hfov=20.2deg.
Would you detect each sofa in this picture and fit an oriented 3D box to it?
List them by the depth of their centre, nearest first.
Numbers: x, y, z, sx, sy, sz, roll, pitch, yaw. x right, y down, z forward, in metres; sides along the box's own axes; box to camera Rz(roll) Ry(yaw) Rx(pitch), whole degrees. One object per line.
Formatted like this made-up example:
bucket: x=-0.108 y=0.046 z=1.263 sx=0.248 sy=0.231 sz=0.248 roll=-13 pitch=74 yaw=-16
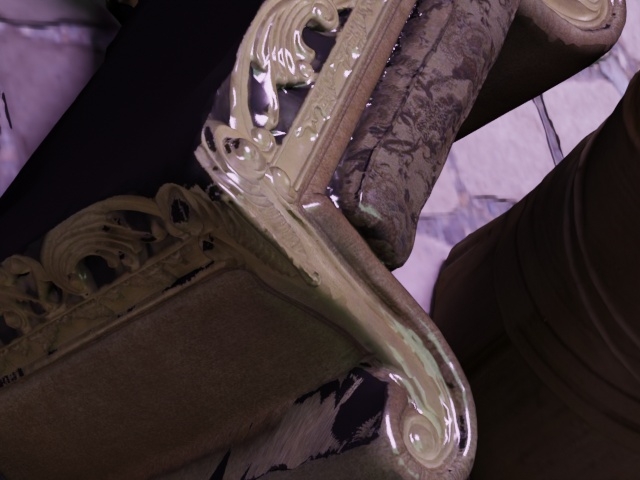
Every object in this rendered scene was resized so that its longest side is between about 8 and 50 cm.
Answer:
sofa: x=0.000 y=0.000 z=0.611 sx=0.182 sy=0.200 sz=0.258 roll=43 pitch=44 yaw=-18

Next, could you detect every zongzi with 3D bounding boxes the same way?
zongzi: x=0.288 y=-0.030 z=0.681 sx=0.447 sy=0.418 sz=0.181 roll=-13 pitch=66 yaw=-16
